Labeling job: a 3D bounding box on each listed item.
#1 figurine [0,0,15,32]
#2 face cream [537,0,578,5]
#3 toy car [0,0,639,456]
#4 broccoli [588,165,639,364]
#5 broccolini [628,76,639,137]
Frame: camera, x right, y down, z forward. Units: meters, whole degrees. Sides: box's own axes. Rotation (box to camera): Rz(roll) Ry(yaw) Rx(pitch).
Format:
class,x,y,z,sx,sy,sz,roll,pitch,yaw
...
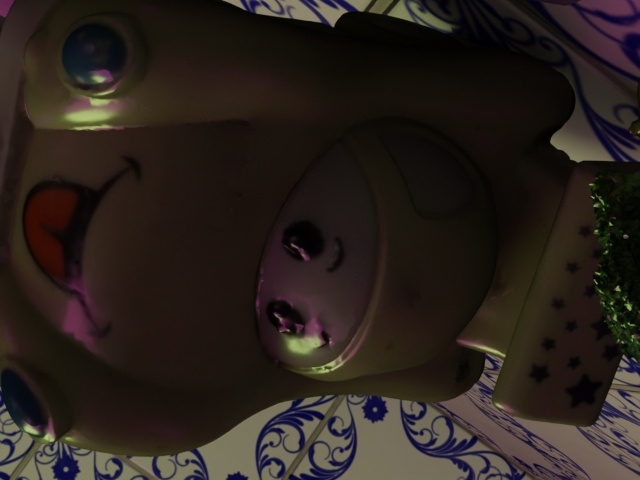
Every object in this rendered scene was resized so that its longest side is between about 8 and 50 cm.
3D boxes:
class,x,y,z,sx,sy,sz,roll,pitch,yaw
figurine,-0.193,-0.209,0.705,0.308,0.143,0.308,32,149,22
face cream,0.083,-0.121,0.366,0.234,0.137,0.420,0,-179,-18
toy car,0.000,0.000,0.634,0.336,0.242,0.226,-1,-154,-40
broccoli,0.211,-0.004,0.482,0.195,0.195,0.156,26,129,45
broccolini,0.171,-0.076,0.586,0.054,0.052,0.194,37,172,11
